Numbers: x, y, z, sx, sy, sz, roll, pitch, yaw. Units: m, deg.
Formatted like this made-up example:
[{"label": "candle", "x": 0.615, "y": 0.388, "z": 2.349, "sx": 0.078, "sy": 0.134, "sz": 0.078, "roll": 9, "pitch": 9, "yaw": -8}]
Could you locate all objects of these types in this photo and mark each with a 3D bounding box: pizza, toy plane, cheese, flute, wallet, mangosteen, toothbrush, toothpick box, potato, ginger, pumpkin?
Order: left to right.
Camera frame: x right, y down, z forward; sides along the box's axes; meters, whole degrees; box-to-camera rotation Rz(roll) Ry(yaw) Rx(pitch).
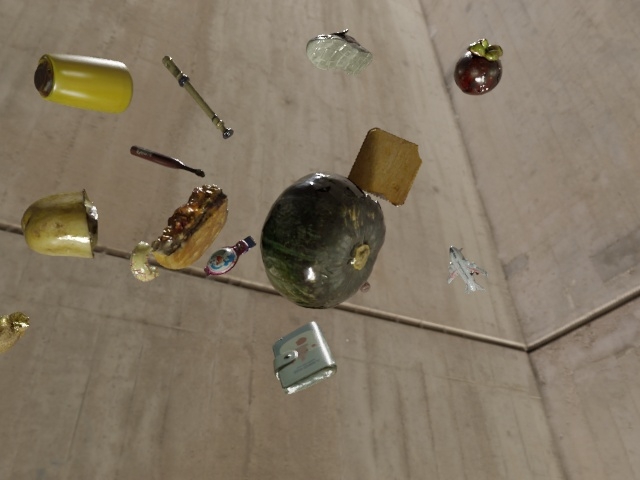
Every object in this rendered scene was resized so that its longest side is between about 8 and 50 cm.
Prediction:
[{"label": "ginger", "x": -1.003, "y": 0.294, "z": 1.624, "sx": 0.102, "sy": 0.157, "sz": 0.216, "roll": 56, "pitch": -45, "yaw": 13}, {"label": "potato", "x": -0.833, "y": -0.048, "z": 1.651, "sx": 0.242, "sy": 0.243, "sz": 0.285, "roll": -63, "pitch": -140, "yaw": 26}, {"label": "toothpick box", "x": -0.771, "y": -0.513, "z": 1.677, "sx": 0.175, "sy": 0.271, "sz": 0.174, "roll": 5, "pitch": -82, "yaw": 39}, {"label": "toothbrush", "x": -0.523, "y": -0.270, "z": 1.754, "sx": 0.364, "sy": 0.041, "sz": 0.040, "roll": 20, "pitch": -85, "yaw": 30}, {"label": "pizza", "x": -0.382, "y": -0.042, "z": 1.572, "sx": 0.277, "sy": 0.114, "sz": 0.409, "roll": -66, "pitch": 177, "yaw": 26}, {"label": "flute", "x": -0.248, "y": -0.289, "z": 1.026, "sx": 0.233, "sy": 0.027, "sz": 0.027, "roll": 51, "pitch": -48, "yaw": 17}, {"label": "cheese", "x": -0.380, "y": 0.064, "z": 2.151, "sx": 0.244, "sy": 0.062, "sz": 0.155, "roll": -35, "pitch": -134, "yaw": -7}, {"label": "wallet", "x": -0.078, "y": 0.490, "z": 2.141, "sx": 0.252, "sy": 0.083, "sz": 0.360, "roll": -28, "pitch": -157, "yaw": -2}, {"label": "pumpkin", "x": 0.000, "y": 0.000, "z": 1.648, "sx": 0.344, "sy": 0.454, "sz": 0.454, "roll": 22, "pitch": -83, "yaw": 30}, {"label": "toy plane", "x": 0.459, "y": 0.092, "z": 1.650, "sx": 0.162, "sy": 0.066, "sz": 0.171, "roll": -19, "pitch": -85, "yaw": 53}, {"label": "mangosteen", "x": 0.518, "y": -0.566, "z": 1.676, "sx": 0.166, "sy": 0.166, "sz": 0.180, "roll": -100, "pitch": -169, "yaw": -46}]

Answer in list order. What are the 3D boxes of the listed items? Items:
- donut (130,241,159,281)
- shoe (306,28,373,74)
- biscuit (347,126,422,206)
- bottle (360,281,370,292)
[{"label": "donut", "x": -0.713, "y": 0.095, "z": 2.085, "sx": 0.108, "sy": 0.065, "sz": 0.165, "roll": -55, "pitch": 139, "yaw": -66}, {"label": "shoe", "x": 0.044, "y": -0.550, "z": 1.454, "sx": 0.099, "sy": 0.228, "sz": 0.125, "roll": -43, "pitch": -119, "yaw": 38}, {"label": "biscuit", "x": 0.240, "y": -0.270, "z": 1.882, "sx": 0.013, "sy": 0.232, "sz": 0.236, "roll": -11, "pitch": 125, "yaw": -81}, {"label": "bottle", "x": 0.174, "y": 0.177, "z": 2.370, "sx": 0.140, "sy": 0.053, "sz": 0.053, "roll": 51, "pitch": -55, "yaw": 37}]
